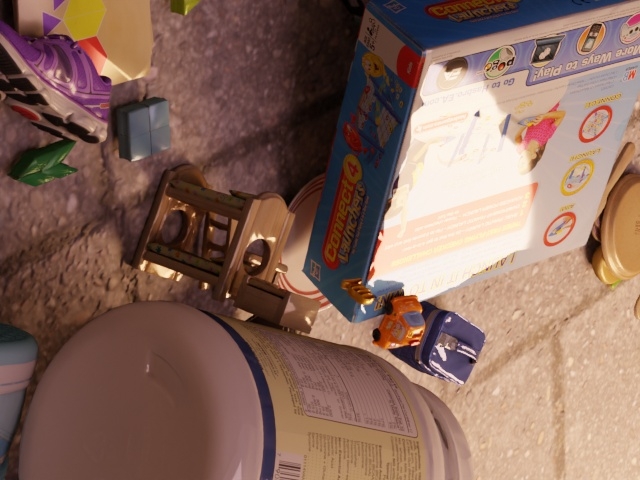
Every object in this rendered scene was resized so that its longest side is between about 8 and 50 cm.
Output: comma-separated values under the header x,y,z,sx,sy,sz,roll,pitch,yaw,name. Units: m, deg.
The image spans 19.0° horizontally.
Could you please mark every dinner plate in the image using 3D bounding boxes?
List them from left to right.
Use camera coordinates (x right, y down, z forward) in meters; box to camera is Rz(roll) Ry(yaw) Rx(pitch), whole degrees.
x,y,z,sx,sy,sz,roll,pitch,yaw,name
0.000,0.000,1.816,0.141,0.017,0.141,-21,119,-42,dinner plate

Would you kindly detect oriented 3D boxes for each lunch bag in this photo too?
x,y,z,sx,sy,sz,roll,pitch,yaw,name
0.125,0.107,1.965,0.098,0.065,0.067,31,81,-50,lunch bag

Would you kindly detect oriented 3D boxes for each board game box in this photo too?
x,y,z,sx,sy,sz,roll,pitch,yaw,name
0.152,-0.099,1.766,0.308,0.086,0.302,-17,136,-35,board game box

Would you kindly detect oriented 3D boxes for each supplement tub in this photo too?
x,y,z,sx,sy,sz,roll,pitch,yaw,name
-0.050,0.185,1.520,0.325,0.235,0.235,17,92,-49,supplement tub

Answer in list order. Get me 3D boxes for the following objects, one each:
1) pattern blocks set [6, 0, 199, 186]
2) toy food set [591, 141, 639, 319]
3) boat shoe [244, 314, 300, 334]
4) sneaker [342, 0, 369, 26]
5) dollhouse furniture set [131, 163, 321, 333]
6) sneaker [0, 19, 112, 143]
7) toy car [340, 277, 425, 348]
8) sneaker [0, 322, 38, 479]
x,y,z,sx,sy,sz,roll,pitch,yaw,name
-0.191,-0.205,1.503,0.285,0.026,0.325,-11,113,-46,pattern blocks set
0.348,-0.014,2.202,0.132,0.038,0.192,-54,133,-29,toy food set
-0.104,0.137,1.704,0.223,0.080,0.073,-45,140,-22,boat shoe
0.093,-0.198,1.793,0.098,0.083,0.224,-52,137,-30,sneaker
-0.034,0.015,1.651,0.161,0.182,0.101,20,89,-51,dollhouse furniture set
-0.216,-0.133,1.449,0.170,0.068,0.071,38,61,-58,sneaker
0.054,0.075,1.728,0.122,0.040,0.060,15,114,-52,toy car
-0.345,0.177,1.408,0.319,0.127,0.208,-6,109,-47,sneaker
